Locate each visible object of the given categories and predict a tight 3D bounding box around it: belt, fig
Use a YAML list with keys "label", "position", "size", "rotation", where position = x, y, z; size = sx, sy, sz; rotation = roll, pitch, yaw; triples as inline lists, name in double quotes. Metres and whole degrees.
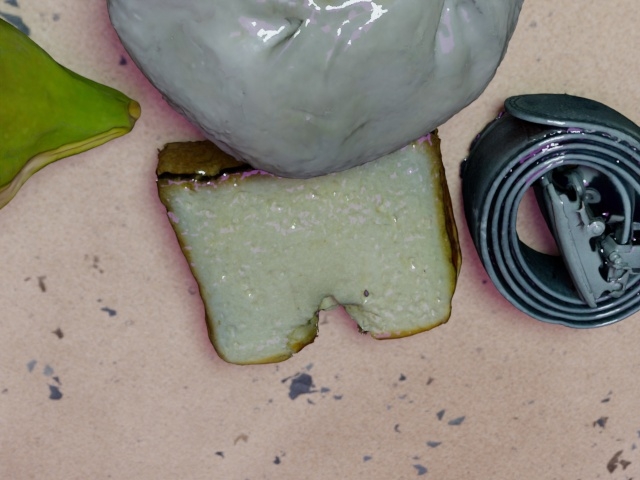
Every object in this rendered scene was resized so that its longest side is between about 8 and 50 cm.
- label: "belt"
  position: [0.248, -0.031, 0.999]
  size: [0.206, 0.116, 0.267]
  rotation: [-32, 120, 15]
- label: "fig"
  position: [-0.292, -0.114, 0.871]
  size: [0.275, 0.206, 0.206]
  rotation: [-9, 122, -32]

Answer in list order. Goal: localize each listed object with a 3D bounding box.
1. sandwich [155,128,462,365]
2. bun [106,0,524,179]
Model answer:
- label: "sandwich"
  position: [0.000, -0.001, 0.998]
  size: [0.273, 0.095, 0.249]
  rotation: [-12, 119, 1]
- label: "bun"
  position: [0.006, -0.210, 0.798]
  size: [0.354, 0.194, 0.355]
  rotation: [-3, 103, -14]
